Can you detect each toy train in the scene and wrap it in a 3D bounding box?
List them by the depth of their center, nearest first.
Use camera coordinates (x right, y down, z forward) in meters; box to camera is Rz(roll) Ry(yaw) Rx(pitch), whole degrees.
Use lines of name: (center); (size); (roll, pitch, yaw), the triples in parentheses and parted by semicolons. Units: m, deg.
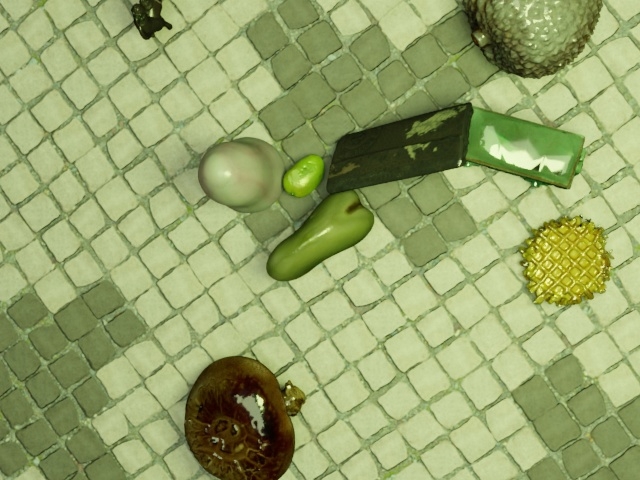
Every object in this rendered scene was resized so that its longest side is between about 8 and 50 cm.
toy train: (0.393, -0.197, 1.848); (0.327, 0.159, 0.129); (17, 93, 6)

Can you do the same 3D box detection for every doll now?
doll: (-0.368, -0.503, 1.906); (0.057, 0.165, 0.139); (8, 99, 10)

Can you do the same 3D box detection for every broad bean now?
broad bean: (0.000, 0.000, 1.888); (0.263, 0.189, 0.121); (-43, 85, -6)

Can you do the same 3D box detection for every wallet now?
wallet: (0.160, -0.191, 1.818); (0.321, 0.170, 0.044); (-11, 136, 35)

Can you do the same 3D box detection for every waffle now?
waffle: (0.530, 0.045, 1.895); (0.197, 0.070, 0.193); (-15, 92, 4)

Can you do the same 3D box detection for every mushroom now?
mushroom: (-0.169, 0.401, 1.945); (0.278, 0.163, 0.297); (-23, 90, 8)

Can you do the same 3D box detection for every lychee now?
lychee: (0.425, -0.468, 1.755); (0.300, 0.300, 0.299); (0, 94, 6)

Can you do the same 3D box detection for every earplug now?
earplug: (-0.180, -0.136, 1.839); (0.172, 0.301, 0.172); (1, 94, 7)

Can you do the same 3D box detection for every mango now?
mango: (-0.035, -0.143, 1.946); (0.073, 0.056, 0.108); (37, 93, -6)
